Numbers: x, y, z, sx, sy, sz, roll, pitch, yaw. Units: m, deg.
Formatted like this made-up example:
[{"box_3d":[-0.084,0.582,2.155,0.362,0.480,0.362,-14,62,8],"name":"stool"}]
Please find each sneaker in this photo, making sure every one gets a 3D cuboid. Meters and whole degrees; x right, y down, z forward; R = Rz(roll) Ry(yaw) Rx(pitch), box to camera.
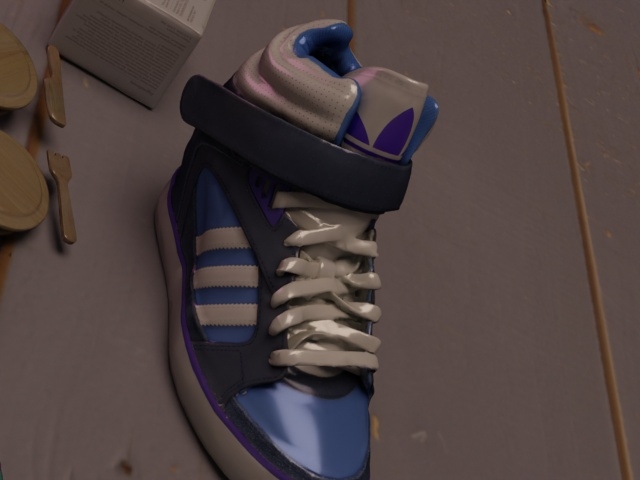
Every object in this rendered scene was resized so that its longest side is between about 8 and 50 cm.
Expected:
[{"box_3d":[0.000,0.000,1.037,0.130,0.236,0.322,11,43,-35],"name":"sneaker"}]

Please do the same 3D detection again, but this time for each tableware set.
[{"box_3d":[-0.239,-0.080,1.082,0.128,0.039,0.194,25,41,-41],"name":"tableware set"}]

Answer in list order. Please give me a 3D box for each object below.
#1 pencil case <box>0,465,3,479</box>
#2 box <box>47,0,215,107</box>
[{"box_3d":[-0.202,0.128,0.849,0.064,0.070,0.151,-8,55,-47],"name":"pencil case"},{"box_3d":[-0.147,-0.183,1.238,0.102,0.087,0.101,31,35,-14],"name":"box"}]
